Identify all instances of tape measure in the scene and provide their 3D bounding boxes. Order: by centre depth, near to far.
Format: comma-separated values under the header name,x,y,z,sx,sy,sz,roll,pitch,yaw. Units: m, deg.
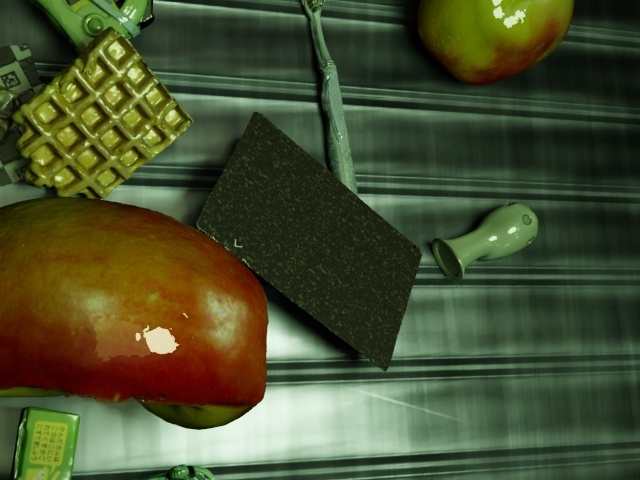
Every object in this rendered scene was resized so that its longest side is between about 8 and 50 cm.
name,x,y,z,sx,sy,sz,roll,pitch,yaw
tape measure,-0.297,-0.320,1.189,0.154,0.087,0.177,-42,98,-6

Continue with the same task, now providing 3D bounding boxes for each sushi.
name,x,y,z,sx,sy,sz,roll,pitch,yaw
sushi,-0.444,-0.151,1.138,0.210,0.040,0.192,-18,87,-20

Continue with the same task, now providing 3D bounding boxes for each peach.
name,x,y,z,sx,sy,sz,roll,pitch,yaw
peach,-0.242,0.075,1.036,0.381,0.306,0.242,15,83,-10
peach,0.251,-0.336,1.310,0.231,0.231,0.230,3,80,-18

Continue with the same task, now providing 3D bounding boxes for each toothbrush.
name,x,y,z,sx,sy,sz,roll,pitch,yaw
toothbrush,0.016,-0.195,1.302,0.035,0.042,0.413,-8,85,-20

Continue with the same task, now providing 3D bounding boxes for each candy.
name,x,y,z,sx,sy,sz,roll,pitch,yaw
candy,-0.316,0.239,1.030,0.062,0.194,0.097,9,77,-18

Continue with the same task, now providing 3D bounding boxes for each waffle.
name,x,y,z,sx,sy,sz,roll,pitch,yaw
waffle,-0.290,-0.143,1.144,0.211,0.055,0.160,-42,119,-8

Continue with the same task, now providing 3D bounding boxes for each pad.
name,x,y,z,sx,sy,sz,roll,pitch,yaw
pad,0.000,0.000,1.204,0.330,0.004,0.220,40,49,-21

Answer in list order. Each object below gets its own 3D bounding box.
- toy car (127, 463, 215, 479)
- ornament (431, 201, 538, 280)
name,x,y,z,sx,sy,sz,roll,pitch,yaw
toy car,-0.214,0.333,1.121,0.186,0.058,0.093,-12,85,-8
ornament,0.247,-0.001,1.328,0.156,0.081,0.075,-26,53,-19
